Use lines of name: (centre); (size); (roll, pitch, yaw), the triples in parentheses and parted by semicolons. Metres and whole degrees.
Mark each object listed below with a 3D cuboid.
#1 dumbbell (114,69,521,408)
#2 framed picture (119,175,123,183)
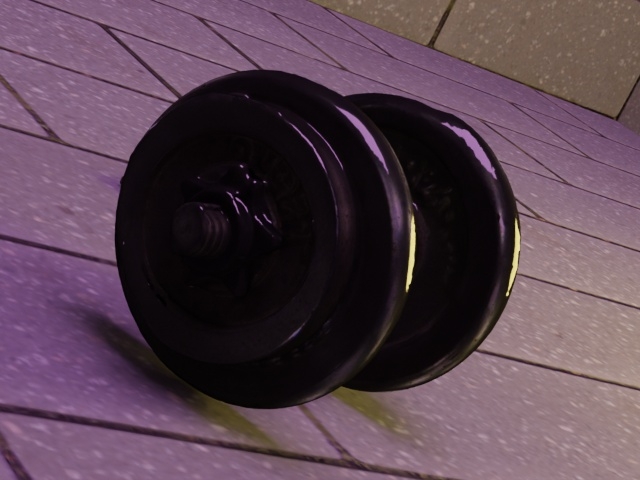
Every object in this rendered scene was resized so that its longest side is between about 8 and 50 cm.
dumbbell: (0.000, 0.000, 1.008); (0.192, 0.192, 0.290); (34, 14, 24)
framed picture: (-0.040, 0.007, 1.280); (0.201, 0.010, 0.136); (34, 16, 28)
